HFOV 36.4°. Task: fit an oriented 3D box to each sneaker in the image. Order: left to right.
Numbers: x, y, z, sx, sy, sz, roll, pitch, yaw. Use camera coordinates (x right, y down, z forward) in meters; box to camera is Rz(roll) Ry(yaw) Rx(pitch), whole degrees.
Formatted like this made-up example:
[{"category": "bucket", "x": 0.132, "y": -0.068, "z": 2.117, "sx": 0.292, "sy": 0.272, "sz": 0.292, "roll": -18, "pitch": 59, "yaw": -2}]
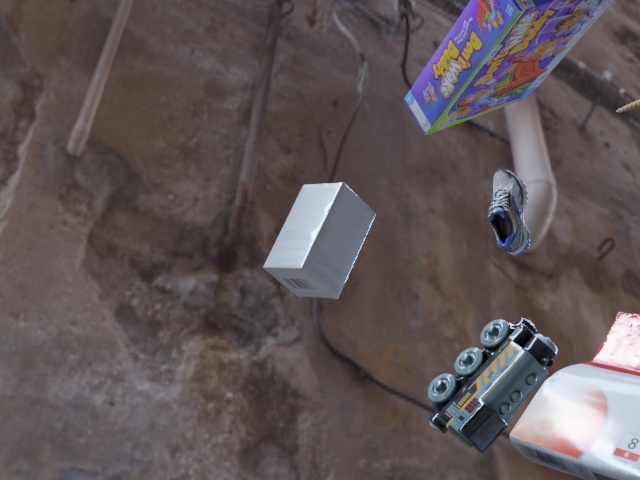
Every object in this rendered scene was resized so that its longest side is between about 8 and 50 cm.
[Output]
[{"category": "sneaker", "x": 0.281, "y": -0.046, "z": 1.472, "sx": 0.052, "sy": 0.135, "sz": 0.058, "roll": -22, "pitch": -21, "yaw": 40}]

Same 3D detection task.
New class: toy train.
[{"category": "toy train", "x": 0.390, "y": 0.324, "z": 2.202, "sx": 0.334, "sy": 0.190, "sz": 0.142, "roll": -46, "pitch": -59, "yaw": -4}]

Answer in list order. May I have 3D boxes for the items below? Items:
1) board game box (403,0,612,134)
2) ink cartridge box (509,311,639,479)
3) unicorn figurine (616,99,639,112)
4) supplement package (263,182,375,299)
[{"category": "board game box", "x": 0.301, "y": -0.314, "z": 1.530, "sx": 0.233, "sy": 0.078, "sz": 0.347, "roll": -22, "pitch": -15, "yaw": -25}, {"category": "ink cartridge box", "x": 0.270, "y": 0.128, "z": 0.848, "sx": 0.045, "sy": 0.179, "sz": 0.145, "roll": 48, "pitch": -23, "yaw": -29}, {"category": "unicorn figurine", "x": 0.265, "y": -0.139, "z": 0.611, "sx": 0.162, "sy": 0.060, "sz": 0.111, "roll": -9, "pitch": -68, "yaw": 14}, {"category": "supplement package", "x": 0.000, "y": 0.000, "z": 1.701, "sx": 0.105, "sy": 0.179, "sz": 0.105, "roll": 0, "pitch": -33, "yaw": 47}]
